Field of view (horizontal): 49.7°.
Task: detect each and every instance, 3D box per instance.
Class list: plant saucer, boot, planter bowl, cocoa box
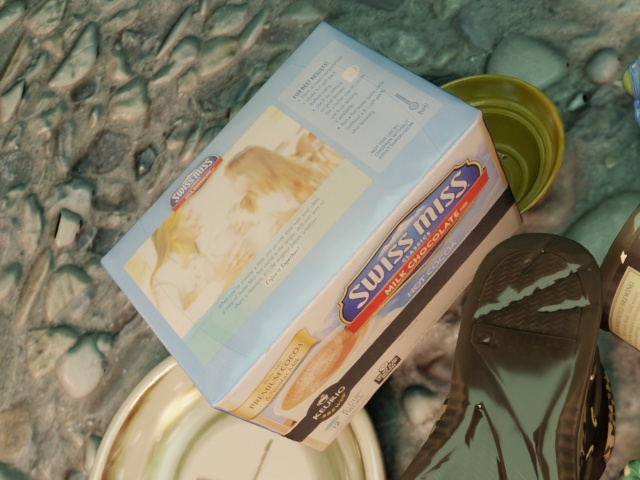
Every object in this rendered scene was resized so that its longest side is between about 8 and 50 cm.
[{"bbox_3d":[-0.097,0.310,0.823,0.400,0.100,0.401,-10,64,22],"label":"plant saucer"},{"bbox_3d":[0.175,0.214,0.619,0.138,0.284,0.378,8,70,29],"label":"boot"},{"bbox_3d":[0.198,-0.092,0.866,0.217,0.090,0.217,-11,64,23],"label":"planter bowl"},{"bbox_3d":[0.000,0.000,0.725,0.347,0.228,0.231,-48,55,-2],"label":"cocoa box"}]

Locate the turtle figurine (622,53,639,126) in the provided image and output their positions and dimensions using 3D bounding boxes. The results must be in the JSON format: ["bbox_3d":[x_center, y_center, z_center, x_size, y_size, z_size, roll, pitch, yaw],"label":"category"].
[{"bbox_3d":[0.474,-0.249,0.738,0.266,0.198,0.275,6,74,25],"label":"turtle figurine"}]

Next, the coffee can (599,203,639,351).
[{"bbox_3d":[0.415,0.070,0.606,0.201,0.201,0.275,-49,53,-1],"label":"coffee can"}]

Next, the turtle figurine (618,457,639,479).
[{"bbox_3d":[0.318,0.266,0.620,0.175,0.118,0.234,37,95,5],"label":"turtle figurine"}]
